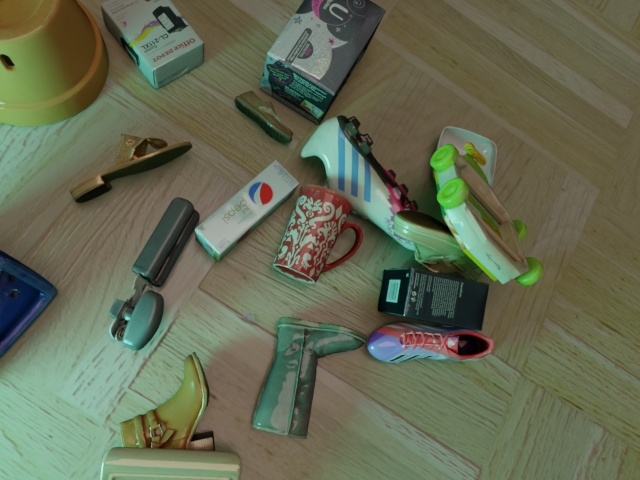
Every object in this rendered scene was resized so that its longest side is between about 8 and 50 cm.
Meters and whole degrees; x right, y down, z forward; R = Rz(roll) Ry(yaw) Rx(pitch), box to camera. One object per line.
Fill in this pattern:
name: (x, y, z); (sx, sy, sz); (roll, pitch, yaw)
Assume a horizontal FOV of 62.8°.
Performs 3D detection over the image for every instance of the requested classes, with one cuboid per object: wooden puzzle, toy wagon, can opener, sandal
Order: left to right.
sandal: (-0.369, -0.162, 0.992); (0.240, 0.088, 0.079); (-30, 90, -14)
can opener: (-0.286, 0.061, 0.954); (0.095, 0.076, 0.284); (21, 71, 13)
wooden puzzle: (-0.254, 0.463, 0.862); (0.220, 0.044, 0.239); (8, 89, -12)
toy wagon: (0.313, -0.071, 1.028); (0.267, 0.068, 0.344); (40, 31, -26)

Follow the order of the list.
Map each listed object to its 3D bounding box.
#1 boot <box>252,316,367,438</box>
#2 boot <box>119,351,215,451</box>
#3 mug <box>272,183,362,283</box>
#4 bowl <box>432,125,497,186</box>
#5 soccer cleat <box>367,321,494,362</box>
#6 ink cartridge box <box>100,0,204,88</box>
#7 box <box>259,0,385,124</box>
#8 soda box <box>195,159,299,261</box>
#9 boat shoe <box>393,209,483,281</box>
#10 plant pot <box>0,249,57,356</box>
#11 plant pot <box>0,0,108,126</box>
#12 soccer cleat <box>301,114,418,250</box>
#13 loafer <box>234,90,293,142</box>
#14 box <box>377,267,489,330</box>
boot: (-0.017, 0.259, 0.975); (0.189, 0.076, 0.209); (7, 67, 3)
boot: (-0.268, 0.300, 0.906); (0.152, 0.073, 0.197); (-6, 75, -11)
mug: (-0.003, -0.004, 1.024); (0.150, 0.113, 0.169); (21, 75, 11)
bowl: (0.317, -0.173, 1.179); (0.142, 0.053, 0.142); (17, 72, -10)
soccer cleat: (0.217, 0.202, 1.035); (0.247, 0.095, 0.083); (5, 75, -13)
ink cartridge box: (-0.339, -0.422, 1.074); (0.127, 0.072, 0.175); (-38, 87, -20)
box: (0.002, -0.409, 1.116); (0.163, 0.142, 0.247); (31, 70, -4)
soda box: (-0.143, -0.058, 1.026); (0.069, 0.074, 0.216); (46, 70, 1)
boat shoe: (0.239, 0.023, 1.026); (0.302, 0.109, 0.098); (18, 107, -43)
plant pot: (-0.600, 0.085, 0.803); (0.212, 0.236, 0.236); (34, 71, 5)
plant pot: (-0.550, -0.382, 0.945); (0.290, 0.203, 0.291); (4, 75, -14)
soccer cleat: (0.091, -0.100, 1.088); (0.143, 0.116, 0.331); (-32, 102, 23)
loafer: (-0.111, -0.263, 1.096); (0.148, 0.056, 0.050); (40, 77, -1)
box: (0.214, 0.112, 1.019); (0.158, 0.156, 0.093); (11, 84, -11)
